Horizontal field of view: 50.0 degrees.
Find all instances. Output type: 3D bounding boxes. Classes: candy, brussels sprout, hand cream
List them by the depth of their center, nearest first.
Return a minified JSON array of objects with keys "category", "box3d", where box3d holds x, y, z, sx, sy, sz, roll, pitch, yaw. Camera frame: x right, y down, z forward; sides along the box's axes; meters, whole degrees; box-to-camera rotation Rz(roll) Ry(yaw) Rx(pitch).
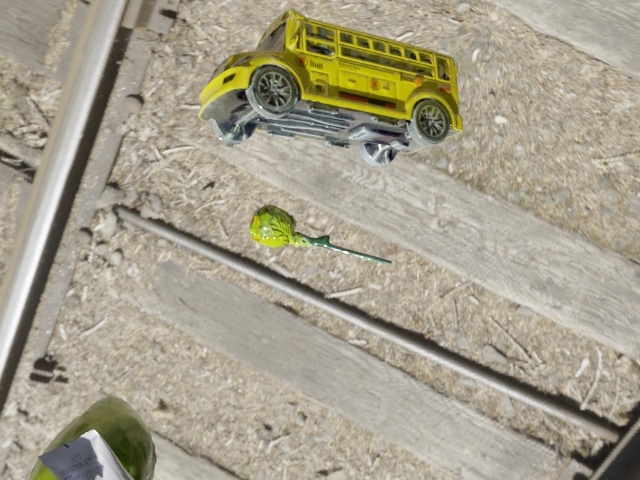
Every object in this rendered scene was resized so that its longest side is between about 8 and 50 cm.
[{"category":"candy","box3d":[0.000,0.000,0.563,0.123,0.035,0.035,17,99,7]},{"category":"hand cream","box3d":[-0.233,0.271,0.748,0.084,0.053,0.142,-29,103,18]},{"category":"brussels sprout","box3d":[-0.312,0.318,0.952,0.161,0.223,0.223,17,112,-13]}]

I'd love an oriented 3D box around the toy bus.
[{"category":"toy bus","box3d":[0.015,-0.194,0.880,0.330,0.144,0.151,5,80,-28]}]
